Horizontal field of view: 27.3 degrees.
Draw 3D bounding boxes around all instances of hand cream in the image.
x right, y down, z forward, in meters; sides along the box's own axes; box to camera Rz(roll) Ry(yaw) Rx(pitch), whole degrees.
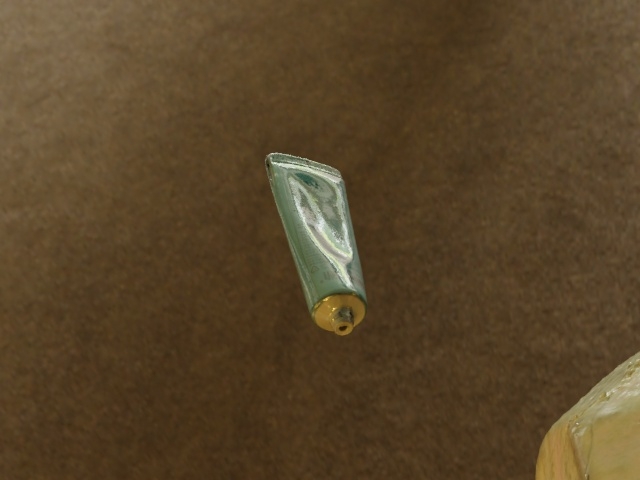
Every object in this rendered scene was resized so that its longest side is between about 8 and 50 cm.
[{"bbox_3d":[0.000,0.000,1.190,0.083,0.048,0.224,13,38,-22],"label":"hand cream"}]

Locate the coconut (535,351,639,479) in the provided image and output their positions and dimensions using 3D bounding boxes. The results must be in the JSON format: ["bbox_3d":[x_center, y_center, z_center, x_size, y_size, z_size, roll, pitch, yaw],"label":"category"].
[{"bbox_3d":[0.251,0.166,0.758,0.230,0.227,0.227,-2,49,-4],"label":"coconut"}]
